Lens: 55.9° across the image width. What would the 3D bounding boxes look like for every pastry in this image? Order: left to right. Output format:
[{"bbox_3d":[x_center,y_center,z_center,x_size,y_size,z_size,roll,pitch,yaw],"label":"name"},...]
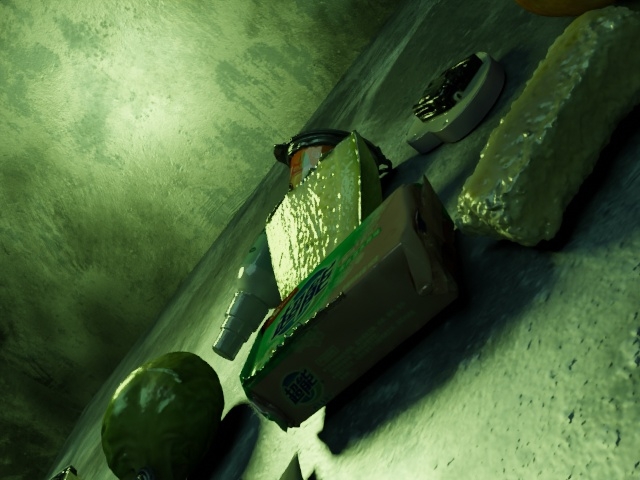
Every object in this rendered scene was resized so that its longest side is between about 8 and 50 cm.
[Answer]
[{"bbox_3d":[0.219,-0.105,0.532,0.258,0.089,0.121,-56,25,4],"label":"pastry"}]

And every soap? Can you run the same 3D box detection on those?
[{"bbox_3d":[0.038,0.069,0.678,0.273,0.098,0.218,-44,10,26],"label":"soap"}]

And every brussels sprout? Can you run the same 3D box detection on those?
[{"bbox_3d":[-0.237,0.278,0.936,0.223,0.161,0.223,-62,-9,-17],"label":"brussels sprout"}]

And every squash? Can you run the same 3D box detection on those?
[{"bbox_3d":[0.000,0.000,0.866,0.237,0.204,0.155,-43,-7,38],"label":"squash"}]

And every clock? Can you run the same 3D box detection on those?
[{"bbox_3d":[0.203,-0.225,0.926,0.172,0.064,0.198,-57,15,-11],"label":"clock"}]

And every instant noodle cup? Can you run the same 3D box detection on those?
[{"bbox_3d":[0.014,-0.092,1.044,0.177,0.208,0.125,58,-144,-61],"label":"instant noodle cup"}]

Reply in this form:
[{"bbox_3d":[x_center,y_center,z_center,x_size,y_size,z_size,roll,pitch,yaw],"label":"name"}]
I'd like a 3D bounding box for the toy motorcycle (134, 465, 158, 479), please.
[{"bbox_3d":[-0.250,0.413,0.819,0.124,0.061,0.193,42,111,45],"label":"toy motorcycle"}]

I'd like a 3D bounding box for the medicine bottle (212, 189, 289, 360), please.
[{"bbox_3d":[-0.091,0.058,1.112,0.351,0.110,0.110,-60,14,-25],"label":"medicine bottle"}]

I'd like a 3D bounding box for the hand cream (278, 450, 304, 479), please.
[{"bbox_3d":[-0.032,0.259,0.546,0.087,0.054,0.186,-60,7,-5],"label":"hand cream"}]

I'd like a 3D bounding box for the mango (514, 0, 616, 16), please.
[{"bbox_3d":[0.323,-0.389,0.711,0.317,0.173,0.211,-54,12,-31],"label":"mango"}]

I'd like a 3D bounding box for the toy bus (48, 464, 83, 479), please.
[{"bbox_3d":[-0.436,0.519,0.981,0.143,0.179,0.305,-41,12,-8],"label":"toy bus"}]
